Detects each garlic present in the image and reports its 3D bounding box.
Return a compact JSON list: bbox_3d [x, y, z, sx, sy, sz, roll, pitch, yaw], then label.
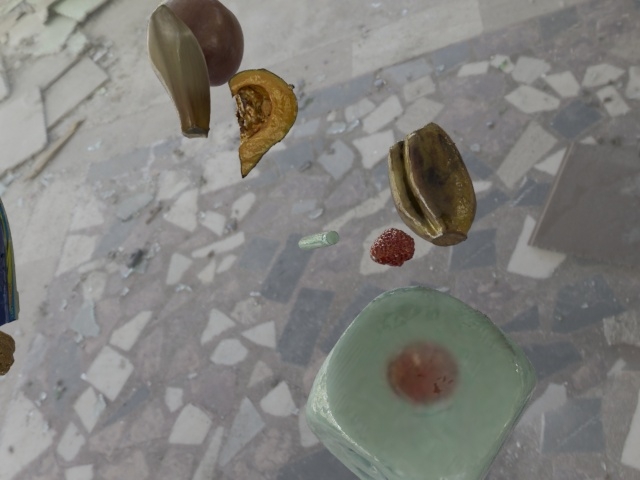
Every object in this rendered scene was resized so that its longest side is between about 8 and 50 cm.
[{"bbox_3d":[-0.335,-0.394,1.506,0.112,0.143,0.318,-20,90,24],"label":"garlic"}]

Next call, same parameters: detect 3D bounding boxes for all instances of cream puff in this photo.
[{"bbox_3d":[-0.840,0.286,1.553,0.165,0.150,0.115,-34,31,39],"label":"cream puff"}]

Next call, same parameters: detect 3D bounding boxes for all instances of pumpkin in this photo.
[{"bbox_3d":[-0.133,-0.306,1.588,0.162,0.279,0.111,-2,27,2],"label":"pumpkin"}]

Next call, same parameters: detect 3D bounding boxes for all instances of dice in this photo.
[{"bbox_3d":[0.154,0.253,0.967,0.264,0.263,0.268,30,65,24],"label":"dice"}]

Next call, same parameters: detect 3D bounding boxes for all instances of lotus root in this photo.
[{"bbox_3d":[0.251,-0.121,1.449,0.193,0.193,0.291,-23,73,12],"label":"lotus root"}]

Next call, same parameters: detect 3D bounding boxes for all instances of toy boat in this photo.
[{"bbox_3d":[-0.643,0.014,1.210,0.129,0.088,0.295,10,106,23],"label":"toy boat"}]

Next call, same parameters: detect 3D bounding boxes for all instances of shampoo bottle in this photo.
[{"bbox_3d":[0.000,0.000,1.627,0.069,0.190,0.041,-6,88,-18],"label":"shampoo bottle"}]

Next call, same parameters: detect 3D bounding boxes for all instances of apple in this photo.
[{"bbox_3d":[-0.358,-0.587,1.820,0.305,0.305,0.235,28,96,39],"label":"apple"}]

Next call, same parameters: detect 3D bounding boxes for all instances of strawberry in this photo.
[{"bbox_3d":[0.121,0.017,1.098,0.083,0.073,0.073,-32,43,-29],"label":"strawberry"}]
